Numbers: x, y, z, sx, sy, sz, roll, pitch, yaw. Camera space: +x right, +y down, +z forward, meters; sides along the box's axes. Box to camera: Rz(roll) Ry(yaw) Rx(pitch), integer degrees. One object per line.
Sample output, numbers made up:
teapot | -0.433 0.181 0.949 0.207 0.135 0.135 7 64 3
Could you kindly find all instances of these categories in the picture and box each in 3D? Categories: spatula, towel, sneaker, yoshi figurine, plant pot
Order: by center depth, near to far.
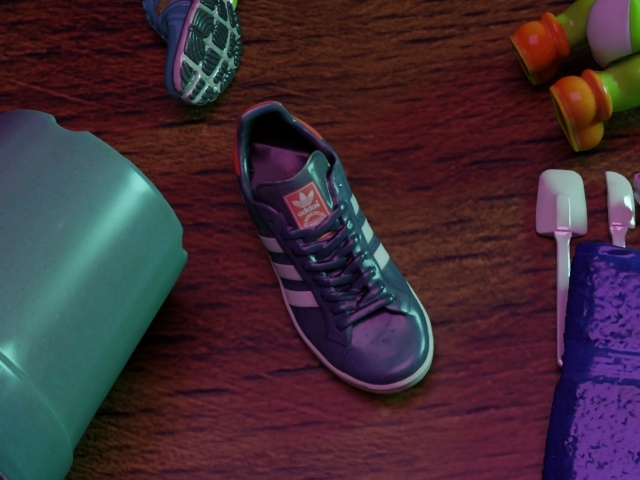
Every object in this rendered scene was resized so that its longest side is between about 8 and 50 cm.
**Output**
towel | 0.345 0.158 1.491 0.227 0.076 0.308 6 69 17
plant pot | -0.325 0.070 1.502 0.341 0.341 0.334 24 60 18
sneaker | 0.000 0.000 1.579 0.131 0.148 0.350 -30 63 -9
spatula | 0.314 0.030 1.601 0.168 0.019 0.242 3 64 2
yoshi figurine | 0.405 -0.247 1.677 0.362 0.203 0.203 -31 22 6
sneaker | -0.158 -0.270 1.786 0.110 0.107 0.275 -14 55 22

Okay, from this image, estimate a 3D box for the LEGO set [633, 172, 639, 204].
LEGO set | 0.476 -0.090 1.585 0.287 0.107 0.132 -31 67 -13
